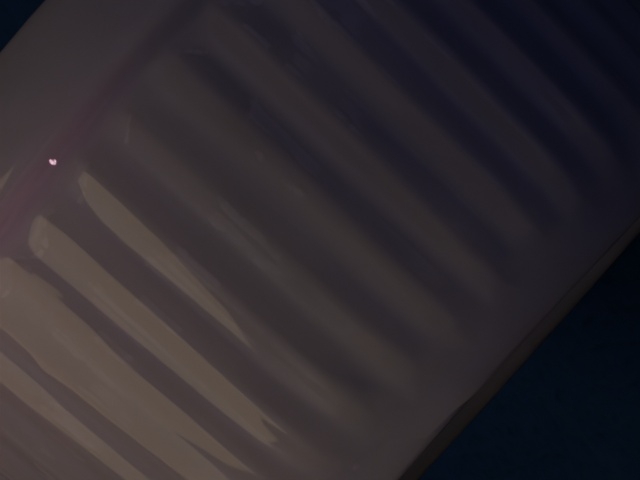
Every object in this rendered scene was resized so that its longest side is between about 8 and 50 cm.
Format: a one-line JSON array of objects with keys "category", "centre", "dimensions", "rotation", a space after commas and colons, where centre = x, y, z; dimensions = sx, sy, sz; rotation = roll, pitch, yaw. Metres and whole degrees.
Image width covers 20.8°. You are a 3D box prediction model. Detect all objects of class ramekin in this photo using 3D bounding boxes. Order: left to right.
[{"category": "ramekin", "centre": [0.000, 0.000, 0.412], "dimensions": [0.109, 0.207, 0.207], "rotation": [42, 149, 9]}]
